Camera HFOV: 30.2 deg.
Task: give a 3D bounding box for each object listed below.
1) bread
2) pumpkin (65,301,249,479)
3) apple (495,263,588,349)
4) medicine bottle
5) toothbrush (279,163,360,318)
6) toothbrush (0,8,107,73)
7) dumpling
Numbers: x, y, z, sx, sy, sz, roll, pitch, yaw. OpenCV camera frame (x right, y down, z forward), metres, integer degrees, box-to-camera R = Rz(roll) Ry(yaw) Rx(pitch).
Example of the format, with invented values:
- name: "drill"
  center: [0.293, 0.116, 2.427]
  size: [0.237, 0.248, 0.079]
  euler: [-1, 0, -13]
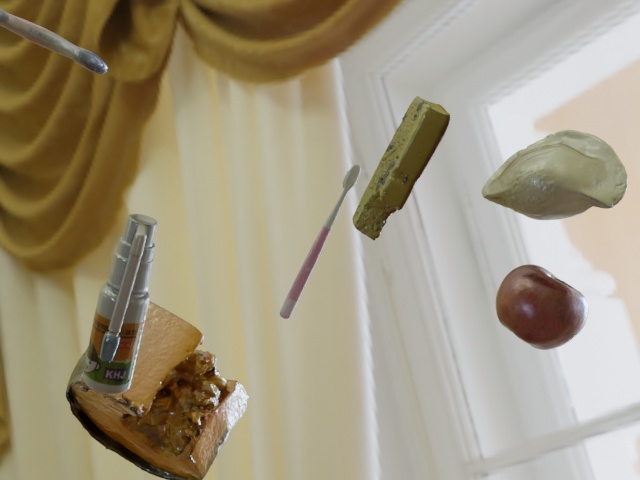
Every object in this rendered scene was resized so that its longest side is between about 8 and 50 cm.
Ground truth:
- name: "bread"
  center: [0.117, -0.103, 1.766]
  size: [0.049, 0.088, 0.226]
  euler: [23, -76, -17]
- name: "pumpkin"
  center: [-0.295, 0.273, 2.117]
  size: [0.256, 0.225, 0.303]
  euler: [5, -44, 41]
- name: "apple"
  center: [0.359, 0.112, 1.950]
  size: [0.120, 0.153, 0.153]
  euler: [-58, -32, 9]
- name: "medicine bottle"
  center: [-0.237, 0.081, 1.416]
  size: [0.061, 0.220, 0.092]
  euler: [12, 17, -8]
- name: "toothbrush"
  center: [0.000, 0.000, 1.932]
  size: [0.020, 0.286, 0.025]
  euler: [30, -16, -13]
- name: "toothbrush"
  center: [-0.331, -0.229, 1.219]
  size: [0.269, 0.021, 0.027]
  euler: [23, -2, -38]
- name: "dumpling"
  center: [0.377, -0.109, 1.930]
  size: [0.126, 0.166, 0.216]
  euler: [40, -36, -26]
